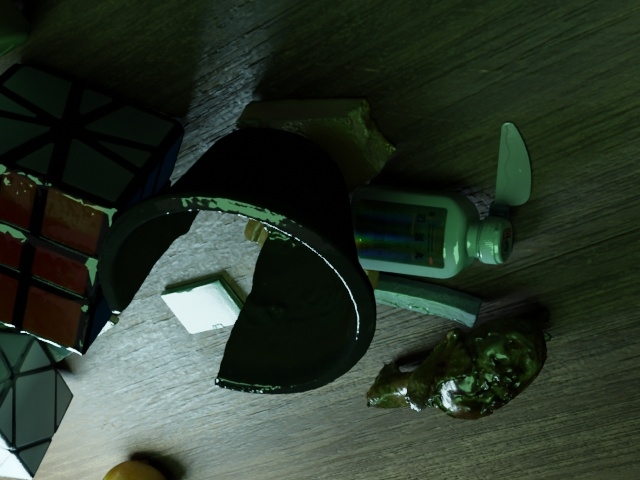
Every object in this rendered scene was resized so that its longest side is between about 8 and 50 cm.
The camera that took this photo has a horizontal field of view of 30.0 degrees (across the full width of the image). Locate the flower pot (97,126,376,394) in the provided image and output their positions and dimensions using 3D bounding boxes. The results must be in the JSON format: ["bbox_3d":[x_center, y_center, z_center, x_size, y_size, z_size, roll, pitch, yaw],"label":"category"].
[{"bbox_3d":[-0.081,-0.001,1.636,0.380,0.251,0.379,10,135,10],"label":"flower pot"}]

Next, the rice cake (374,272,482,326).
[{"bbox_3d":[0.130,0.084,1.869,0.245,0.045,0.042,12,140,12],"label":"rice cake"}]

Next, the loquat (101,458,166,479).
[{"bbox_3d":[-0.387,0.532,2.476,0.163,0.163,0.137,26,168,-3],"label":"loquat"}]

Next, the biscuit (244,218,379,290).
[{"bbox_3d":[0.000,0.001,1.824,0.224,0.033,0.144,32,123,2],"label":"biscuit"}]

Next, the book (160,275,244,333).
[{"bbox_3d":[-0.197,0.114,2.063,0.135,0.017,0.103,-15,123,34],"label":"book"}]

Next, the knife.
[{"bbox_3d":[0.264,-0.064,1.681,0.058,0.032,0.244,17,133,13],"label":"knife"}]

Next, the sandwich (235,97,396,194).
[{"bbox_3d":[0.001,-0.153,1.682,0.193,0.058,0.162,40,133,-16],"label":"sandwich"}]

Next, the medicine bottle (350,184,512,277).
[{"bbox_3d":[0.156,-0.011,1.708,0.229,0.083,0.121,7,102,24],"label":"medicine bottle"}]

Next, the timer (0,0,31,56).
[{"bbox_3d":[-0.590,-0.361,1.619,0.291,0.291,0.315,-19,100,36],"label":"timer"}]

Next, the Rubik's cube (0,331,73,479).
[{"bbox_3d":[-0.626,0.308,2.265,0.205,0.207,0.205,3,137,21],"label":"Rubik's cube"}]

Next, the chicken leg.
[{"bbox_3d":[0.194,0.222,1.862,0.361,0.211,0.140,-29,79,38],"label":"chicken leg"}]

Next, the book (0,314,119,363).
[{"bbox_3d":[-0.577,0.139,2.244,0.264,0.031,0.379,39,136,-20],"label":"book"}]

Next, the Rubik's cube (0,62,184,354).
[{"bbox_3d":[-0.394,-0.056,1.748,0.294,0.288,0.283,23,125,0],"label":"Rubik's cube"}]
